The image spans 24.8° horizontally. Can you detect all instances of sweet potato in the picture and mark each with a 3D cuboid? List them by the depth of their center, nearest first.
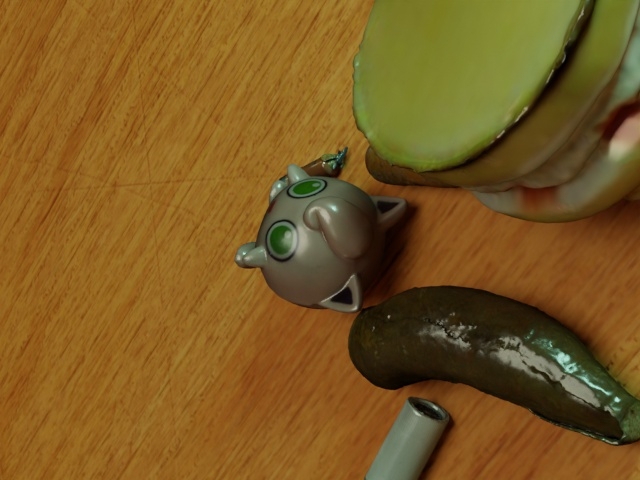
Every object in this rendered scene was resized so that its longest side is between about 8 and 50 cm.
[{"bbox_3d":[0.138,0.094,1.174,0.286,0.085,0.112,13,127,37],"label":"sweet potato"}]

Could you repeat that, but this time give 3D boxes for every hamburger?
[{"bbox_3d":[0.178,-0.164,1.082,0.261,0.186,0.302,28,100,57],"label":"hamburger"}]

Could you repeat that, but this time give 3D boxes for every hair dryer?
[{"bbox_3d":[0.103,0.242,1.213,0.183,0.044,0.154,39,113,38],"label":"hair dryer"}]

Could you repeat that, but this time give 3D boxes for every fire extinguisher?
[{"bbox_3d":[-0.006,-0.067,1.392,0.083,0.022,0.028,-26,34,42],"label":"fire extinguisher"}]

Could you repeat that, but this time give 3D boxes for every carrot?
[{"bbox_3d":[0.114,-0.065,1.246,0.191,0.047,0.047,7,88,45],"label":"carrot"}]

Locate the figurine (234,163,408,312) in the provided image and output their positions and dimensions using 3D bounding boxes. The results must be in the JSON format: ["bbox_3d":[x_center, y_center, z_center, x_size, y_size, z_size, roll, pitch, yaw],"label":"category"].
[{"bbox_3d":[0.000,0.000,1.299,0.138,0.125,0.125,13,93,36],"label":"figurine"}]
